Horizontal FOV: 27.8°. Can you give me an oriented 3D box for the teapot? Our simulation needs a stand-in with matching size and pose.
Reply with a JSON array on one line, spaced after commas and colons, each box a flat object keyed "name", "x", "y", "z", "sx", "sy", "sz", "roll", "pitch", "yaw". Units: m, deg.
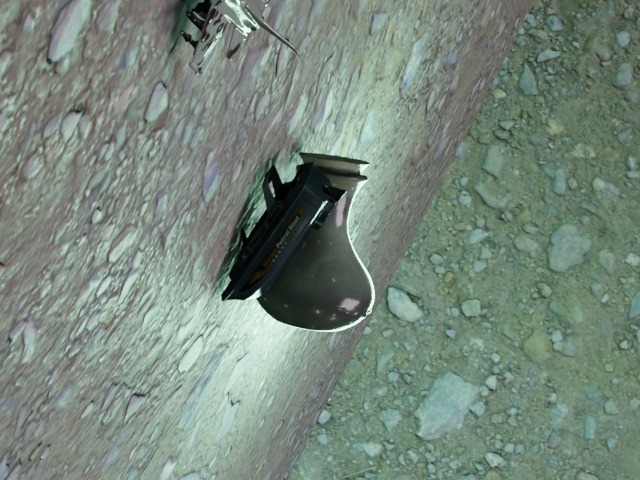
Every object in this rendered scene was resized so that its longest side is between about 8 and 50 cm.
[{"name": "teapot", "x": 0.000, "y": 0.000, "z": 1.888, "sx": 0.183, "sy": 0.183, "sz": 0.251, "roll": -21, "pitch": 120, "yaw": -74}]

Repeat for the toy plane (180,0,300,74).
[{"name": "toy plane", "x": -0.089, "y": -0.235, "z": 1.199, "sx": 0.160, "sy": 0.082, "sz": 0.234, "roll": -54, "pitch": 154, "yaw": 1}]

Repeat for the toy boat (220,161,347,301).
[{"name": "toy boat", "x": -0.072, "y": -0.005, "z": 1.779, "sx": 0.246, "sy": 0.103, "sz": 0.093, "roll": -54, "pitch": -172, "yaw": 25}]
